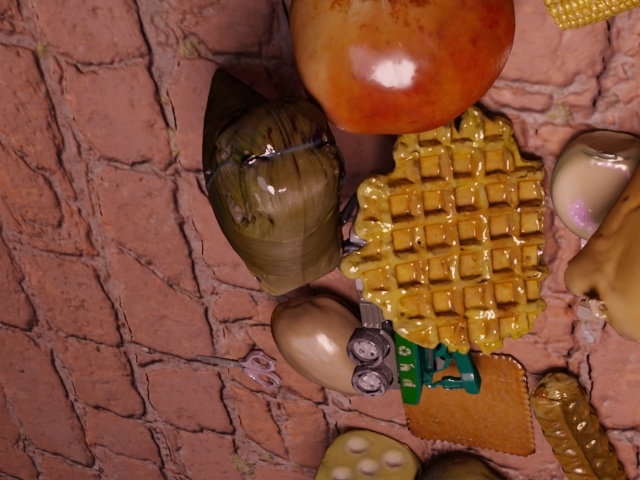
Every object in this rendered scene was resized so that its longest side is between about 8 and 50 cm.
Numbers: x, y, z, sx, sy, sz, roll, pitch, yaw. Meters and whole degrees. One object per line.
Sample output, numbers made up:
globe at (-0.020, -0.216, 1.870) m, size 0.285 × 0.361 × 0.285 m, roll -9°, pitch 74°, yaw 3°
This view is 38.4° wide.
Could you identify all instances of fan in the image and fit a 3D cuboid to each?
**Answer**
fan at (0.000, 0.000, 1.377) m, size 0.023 × 0.057 × 0.282 m, roll 29°, pitch 153°, yaw -6°

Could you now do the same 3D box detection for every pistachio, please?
pistachio at (0.015, 0.171, 1.501) m, size 0.215 × 0.144 × 0.144 m, roll 39°, pitch 136°, yaw -3°

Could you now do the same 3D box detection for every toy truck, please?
toy truck at (0.133, 0.088, 1.351) m, size 0.178 × 0.176 × 0.363 m, roll 1°, pitch 128°, yaw 18°

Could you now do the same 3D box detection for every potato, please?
potato at (0.241, 0.492, 1.633) m, size 0.174 × 0.159 × 0.251 m, roll 43°, pitch 126°, yaw 27°

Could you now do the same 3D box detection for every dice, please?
dice at (0.082, 0.465, 1.687) m, size 0.170 × 0.169 × 0.166 m, roll 17°, pitch 132°, yaw 16°

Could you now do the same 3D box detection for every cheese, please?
cheese at (0.361, -0.032, 1.180) m, size 0.137 × 0.064 × 0.227 m, roll 16°, pitch 132°, yaw 23°

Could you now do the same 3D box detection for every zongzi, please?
zongzi at (-0.081, -0.146, 1.141) m, size 0.323 × 0.160 × 0.360 m, roll 100°, pitch 152°, yaw -66°

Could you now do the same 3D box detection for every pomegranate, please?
pomegranate at (0.089, -0.231, 1.051) m, size 0.229 × 0.252 × 0.270 m, roll 59°, pitch 178°, yaw 20°

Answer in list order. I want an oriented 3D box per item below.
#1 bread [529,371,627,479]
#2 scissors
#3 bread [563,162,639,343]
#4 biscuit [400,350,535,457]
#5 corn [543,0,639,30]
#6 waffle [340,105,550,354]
bread at (0.428, 0.353, 1.458) m, size 0.367 × 0.084 × 0.077 m, roll 59°, pitch 171°, yaw -25°
scissors at (-0.160, 0.236, 1.743) m, size 0.189 × 0.015 × 0.100 m, roll 6°, pitch 131°, yaw 27°
bread at (0.502, 0.000, 0.959) m, size 0.361 × 0.250 × 0.394 m, roll 27°, pitch 119°, yaw 2°
biscuit at (0.239, 0.268, 1.542) m, size 0.232 × 0.013 × 0.236 m, roll 5°, pitch 128°, yaw 27°
corn at (0.338, -0.296, 0.950) m, size 0.244 × 0.093 × 0.093 m, roll -20°, pitch 115°, yaw 45°
waffle at (0.182, -0.011, 1.177) m, size 0.307 × 0.311 × 0.060 m, roll 28°, pitch 177°, yaw -19°
